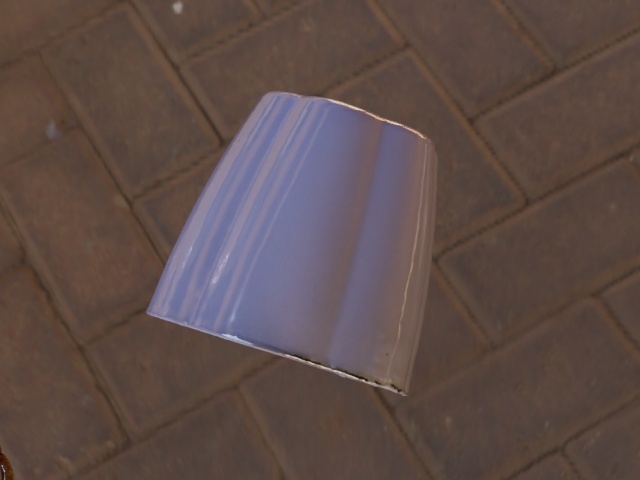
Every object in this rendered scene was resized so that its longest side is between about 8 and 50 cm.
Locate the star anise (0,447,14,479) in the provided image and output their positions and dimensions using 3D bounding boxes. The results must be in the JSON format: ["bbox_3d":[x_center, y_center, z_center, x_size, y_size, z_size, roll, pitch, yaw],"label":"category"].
[{"bbox_3d":[-0.338,0.237,1.335,0.070,0.097,0.191,-16,108,-1],"label":"star anise"}]

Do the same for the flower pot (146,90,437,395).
[{"bbox_3d":[0.000,0.000,1.291,0.265,0.265,0.243,19,86,10],"label":"flower pot"}]
